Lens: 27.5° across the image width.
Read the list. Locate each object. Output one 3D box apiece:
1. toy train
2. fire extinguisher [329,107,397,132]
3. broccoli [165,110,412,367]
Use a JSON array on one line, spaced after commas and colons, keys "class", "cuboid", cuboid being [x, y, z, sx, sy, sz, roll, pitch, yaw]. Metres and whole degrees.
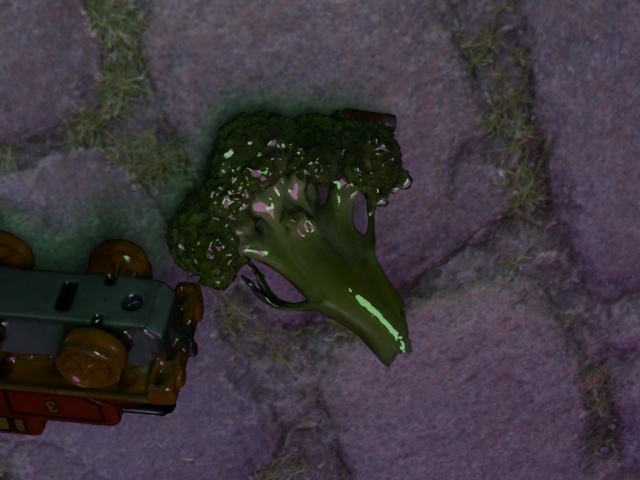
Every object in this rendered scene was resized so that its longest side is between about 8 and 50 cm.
[{"class": "toy train", "cuboid": [-0.317, 0.121, 1.497, 0.369, 0.163, 0.231, 4, 139, 8]}, {"class": "fire extinguisher", "cuboid": [0.049, -0.145, 1.577, 0.083, 0.022, 0.028, 6, 148, -19]}, {"class": "broccoli", "cuboid": [-0.008, -0.030, 1.527, 0.302, 0.186, 0.254, 24, 89, -8]}]
